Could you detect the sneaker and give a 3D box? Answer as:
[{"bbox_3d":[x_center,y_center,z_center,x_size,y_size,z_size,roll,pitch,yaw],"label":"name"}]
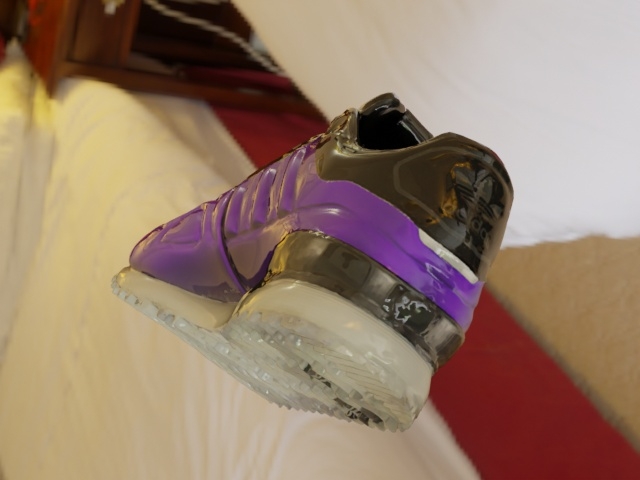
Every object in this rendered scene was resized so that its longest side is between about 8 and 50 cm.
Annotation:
[{"bbox_3d":[0.001,0.000,0.632,0.146,0.102,0.293,-57,23,-13],"label":"sneaker"}]
